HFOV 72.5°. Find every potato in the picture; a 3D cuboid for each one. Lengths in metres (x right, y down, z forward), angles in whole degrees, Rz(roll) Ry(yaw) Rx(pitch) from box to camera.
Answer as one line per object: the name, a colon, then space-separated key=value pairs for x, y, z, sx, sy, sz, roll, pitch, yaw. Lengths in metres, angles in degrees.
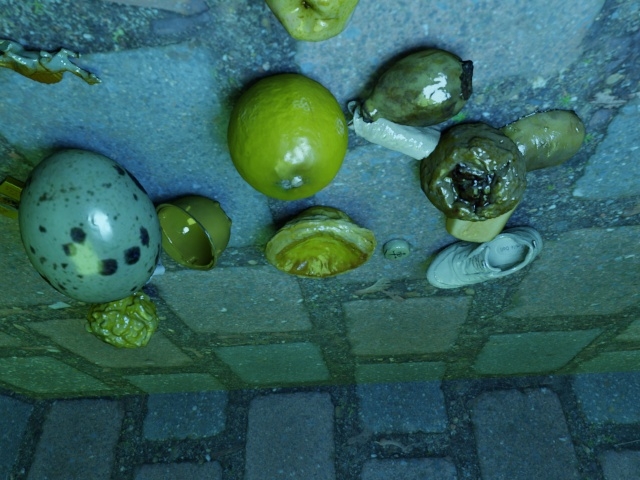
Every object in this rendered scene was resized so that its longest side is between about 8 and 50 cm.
potato: x=0.478 y=-0.204 z=0.966 sx=0.200 sy=0.081 sz=0.164 roll=-15 pitch=144 yaw=16

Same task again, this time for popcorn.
popcorn: x=-0.694 y=0.264 z=1.544 sx=0.249 sy=0.225 sz=0.249 roll=12 pitch=159 yaw=5

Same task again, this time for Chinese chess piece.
Chinese chess piece: x=0.236 y=0.030 z=1.356 sx=0.084 sy=0.034 sz=0.084 roll=-2 pitch=147 yaw=-1

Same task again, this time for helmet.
helmet: x=-0.314 y=-0.038 z=1.141 sx=0.257 sy=0.140 sz=0.205 roll=-9 pitch=118 yaw=49

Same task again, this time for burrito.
burrito: x=0.153 y=-0.229 z=0.916 sx=0.225 sy=0.087 sz=0.060 roll=16 pitch=149 yaw=-19

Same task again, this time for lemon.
lemon: x=-0.062 y=-0.184 z=0.851 sx=0.240 sy=0.219 sz=0.240 roll=-3 pitch=144 yaw=-2

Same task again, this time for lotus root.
lotus root: x=0.174 y=-0.275 z=0.805 sx=0.214 sy=0.138 sz=0.138 roll=-11 pitch=146 yaw=16

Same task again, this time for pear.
pear: x=-0.007 y=-0.370 z=0.614 sx=0.177 sy=0.178 sz=0.178 roll=-1 pitch=147 yaw=-1

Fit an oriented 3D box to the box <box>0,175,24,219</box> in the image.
box: x=-0.799 y=-0.107 z=1.126 sx=0.155 sy=0.023 sz=0.087 roll=-23 pitch=144 yaw=30

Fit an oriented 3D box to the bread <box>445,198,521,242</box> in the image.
bread: x=0.413 y=-0.088 z=1.120 sx=0.147 sy=0.098 sz=0.217 roll=10 pitch=141 yaw=-5

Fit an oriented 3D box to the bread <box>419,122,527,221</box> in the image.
bread: x=0.325 y=-0.139 z=0.951 sx=0.230 sy=0.123 sz=0.230 roll=20 pitch=132 yaw=24

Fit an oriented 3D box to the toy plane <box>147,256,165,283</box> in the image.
toy plane: x=-0.570 y=0.058 z=1.268 sx=0.244 sy=0.118 sz=0.245 roll=7 pitch=-170 yaw=-1

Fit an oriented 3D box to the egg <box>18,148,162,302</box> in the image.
egg: x=-0.522 y=-0.027 z=1.012 sx=0.287 sy=0.288 sz=0.379 roll=3 pitch=123 yaw=-7

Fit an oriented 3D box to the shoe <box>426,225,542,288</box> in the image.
shoe: x=0.455 y=0.053 z=1.243 sx=0.342 sy=0.132 sz=0.210 roll=-23 pitch=174 yaw=23

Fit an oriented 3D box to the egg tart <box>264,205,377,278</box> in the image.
egg tart: x=0.000 y=0.000 z=1.221 sx=0.318 sy=0.128 sz=0.319 roll=-1 pitch=149 yaw=-1

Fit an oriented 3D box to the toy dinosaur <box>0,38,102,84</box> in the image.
toy dinosaur: x=-0.528 y=-0.322 z=0.793 sx=0.212 sy=0.057 sz=0.142 roll=1 pitch=168 yaw=17
